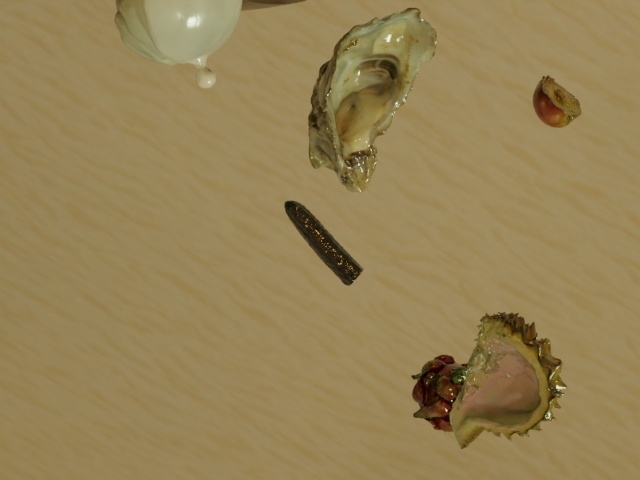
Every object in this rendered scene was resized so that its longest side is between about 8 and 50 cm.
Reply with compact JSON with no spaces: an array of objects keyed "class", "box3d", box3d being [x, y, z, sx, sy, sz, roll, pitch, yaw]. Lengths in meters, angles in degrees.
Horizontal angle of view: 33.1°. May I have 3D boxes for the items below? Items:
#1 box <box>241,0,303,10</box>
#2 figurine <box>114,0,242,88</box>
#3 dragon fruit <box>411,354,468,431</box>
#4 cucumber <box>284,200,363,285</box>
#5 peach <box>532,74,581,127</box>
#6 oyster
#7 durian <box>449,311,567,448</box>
[{"class":"box","box3d":[-0.146,-0.422,1.380,0.216,0.301,0.301,-3,-138,38]},{"class":"figurine","box3d":[-0.130,-0.277,1.022,0.182,0.144,0.257,-103,-166,-72]},{"class":"dragon fruit","box3d":[0.208,0.243,1.670,0.142,0.138,0.175,-40,175,-19]},{"class":"cucumber","box3d":[0.000,0.000,2.195,0.052,0.215,0.058,-42,-176,6]},{"class":"peach","box3d":[0.393,-0.231,1.834,0.061,0.098,0.098,-50,-174,33]},{"class":"oyster","box3d":[0.038,-0.166,1.239,0.161,0.107,0.233,-19,142,-26]},{"class":"durian","box3d":[0.228,0.179,1.322,0.078,0.140,0.224,-32,157,-45]}]
